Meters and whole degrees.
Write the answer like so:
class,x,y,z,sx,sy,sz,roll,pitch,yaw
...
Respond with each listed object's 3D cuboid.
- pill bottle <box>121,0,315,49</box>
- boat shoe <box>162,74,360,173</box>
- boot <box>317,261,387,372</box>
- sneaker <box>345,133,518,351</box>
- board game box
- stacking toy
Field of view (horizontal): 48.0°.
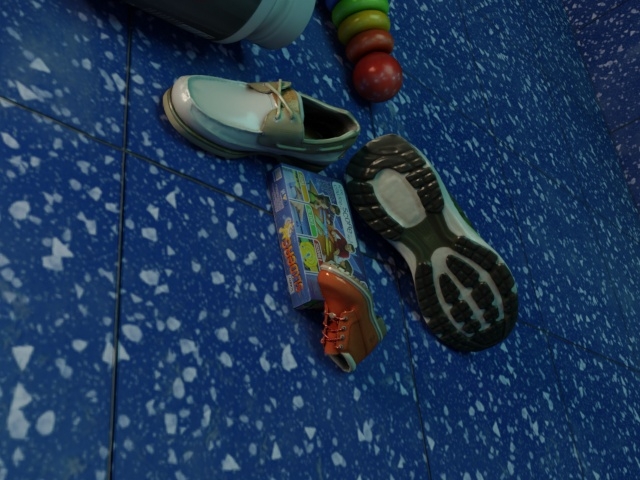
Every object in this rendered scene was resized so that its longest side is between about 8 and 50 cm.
class,x,y,z,sx,sy,sz,roll,pitch,yaw
pill bottle,-0.158,-0.360,0.923,0.318,0.176,0.176,12,58,-47
boat shoe,-0.068,-0.170,0.968,0.302,0.103,0.113,6,62,-50
boot,0.027,0.100,0.909,0.084,0.059,0.158,-48,129,-25
sneaker,0.191,-0.007,1.167,0.410,0.158,0.182,58,16,-16
board game box,0.000,0.000,0.997,0.136,0.035,0.201,12,58,-47
stacking toy,0.072,-0.404,1.304,0.141,0.141,0.330,0,74,-52
